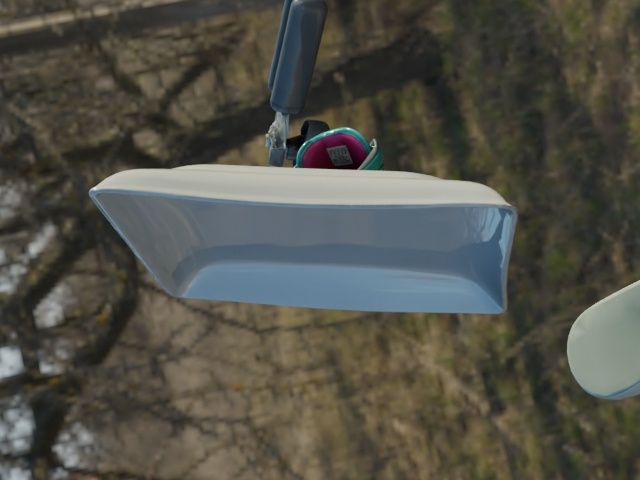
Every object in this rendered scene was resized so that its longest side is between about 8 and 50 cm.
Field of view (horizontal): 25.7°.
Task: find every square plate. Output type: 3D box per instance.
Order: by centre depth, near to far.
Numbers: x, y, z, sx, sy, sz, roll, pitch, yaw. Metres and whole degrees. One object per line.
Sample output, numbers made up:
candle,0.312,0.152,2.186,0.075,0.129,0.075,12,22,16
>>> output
square plate,0.000,0.000,1.272,0.344,0.347,0.049,72,-159,-72

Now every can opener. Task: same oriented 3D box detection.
can opener,-0.017,-0.195,1.783,0.076,0.095,0.283,-100,19,-47

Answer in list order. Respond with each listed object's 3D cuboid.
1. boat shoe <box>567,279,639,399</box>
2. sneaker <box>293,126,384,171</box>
boat shoe,0.250,0.034,0.831,0.227,0.081,0.079,-33,67,44
sneaker,0.048,-0.051,1.646,0.178,0.123,0.295,67,-159,-11
